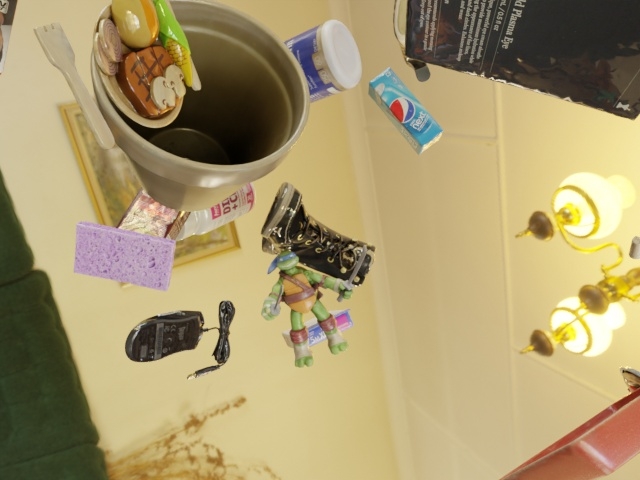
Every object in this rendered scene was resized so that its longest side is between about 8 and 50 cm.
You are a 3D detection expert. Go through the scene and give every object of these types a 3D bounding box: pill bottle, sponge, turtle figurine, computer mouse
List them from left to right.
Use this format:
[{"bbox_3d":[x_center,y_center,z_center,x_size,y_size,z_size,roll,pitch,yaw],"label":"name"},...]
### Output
[{"bbox_3d":[-0.433,0.035,1.098,0.031,0.210,0.117,-97,-160,-72],"label":"sponge"},{"bbox_3d":[-0.315,0.234,1.113,0.060,0.262,0.184,23,-65,42],"label":"computer mouse"},{"bbox_3d":[-0.346,-0.112,1.517,0.160,0.283,0.160,19,-56,31],"label":"pill bottle"},{"bbox_3d":[-0.051,-0.394,1.168,0.265,0.153,0.153,-12,-81,32],"label":"pill bottle"},{"bbox_3d":[-0.023,0.161,1.134,0.275,0.198,0.266,0,-65,44],"label":"turtle figurine"}]

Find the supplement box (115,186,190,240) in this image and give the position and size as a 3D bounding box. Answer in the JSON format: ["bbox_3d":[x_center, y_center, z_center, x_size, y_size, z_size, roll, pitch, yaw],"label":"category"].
[{"bbox_3d":[-0.427,-0.062,1.299,0.130,0.239,0.073,20,-27,5],"label":"supplement box"}]

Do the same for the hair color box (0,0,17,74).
[{"bbox_3d":[-0.498,-0.317,0.730,0.043,0.072,0.141,-7,-105,41],"label":"hair color box"}]

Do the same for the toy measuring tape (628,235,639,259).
[{"bbox_3d":[0.691,0.004,0.799,0.121,0.330,0.121,-12,90,-86],"label":"toy measuring tape"}]

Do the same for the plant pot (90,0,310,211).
[{"bbox_3d":[-0.213,-0.192,0.859,0.323,0.323,0.280,65,-28,13],"label":"plant pot"}]

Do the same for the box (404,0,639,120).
[{"bbox_3d":[0.271,-0.335,0.533,0.313,0.178,0.343,23,-15,14],"label":"box"}]

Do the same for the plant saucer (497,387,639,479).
[{"bbox_3d":[0.370,0.246,0.635,0.047,0.259,0.259,57,-21,30],"label":"plant saucer"}]

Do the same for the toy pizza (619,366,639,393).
[{"bbox_3d":[0.546,0.279,0.768,0.201,0.032,0.201,45,4,-4],"label":"toy pizza"}]

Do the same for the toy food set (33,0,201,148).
[{"bbox_3d":[-0.174,-0.180,0.498,0.039,0.192,0.132,-4,-56,24],"label":"toy food set"}]

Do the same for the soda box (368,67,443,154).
[{"bbox_3d":[0.207,-0.318,1.229,0.210,0.067,0.071,52,-2,9],"label":"soda box"}]

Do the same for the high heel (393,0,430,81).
[{"bbox_3d":[0.224,-0.548,1.246,0.186,0.093,0.261,-88,163,-52],"label":"high heel"}]

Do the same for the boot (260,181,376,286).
[{"bbox_3d":[0.000,0.000,1.239,0.284,0.138,0.377,23,-20,-1],"label":"boot"}]

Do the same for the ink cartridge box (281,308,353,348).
[{"bbox_3d":[-0.011,0.278,1.556,0.065,0.186,0.311,65,-14,6],"label":"ink cartridge box"}]
